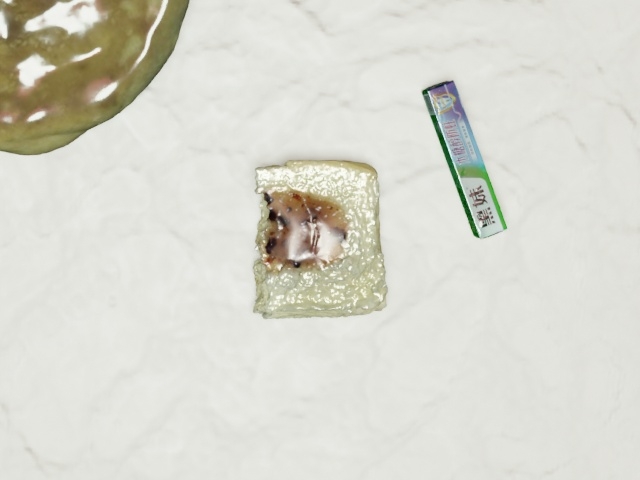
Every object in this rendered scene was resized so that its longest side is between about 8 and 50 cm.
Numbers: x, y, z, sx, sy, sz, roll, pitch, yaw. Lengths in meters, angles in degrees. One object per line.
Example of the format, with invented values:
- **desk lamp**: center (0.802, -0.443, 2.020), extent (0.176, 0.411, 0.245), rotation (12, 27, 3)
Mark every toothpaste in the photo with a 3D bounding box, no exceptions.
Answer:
- **toothpaste**: center (0.075, -0.042, 1.008), extent (0.017, 0.020, 0.083), rotation (-21, 95, -5)

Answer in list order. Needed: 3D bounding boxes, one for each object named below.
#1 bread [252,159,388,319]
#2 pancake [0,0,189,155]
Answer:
- **bread**: center (0.000, 0.000, 1.001), extent (0.070, 0.035, 0.083), rotation (1, 91, -4)
- **pancake**: center (-0.178, -0.153, 0.963), extent (0.222, 0.042, 0.236), rotation (-33, 103, 5)
